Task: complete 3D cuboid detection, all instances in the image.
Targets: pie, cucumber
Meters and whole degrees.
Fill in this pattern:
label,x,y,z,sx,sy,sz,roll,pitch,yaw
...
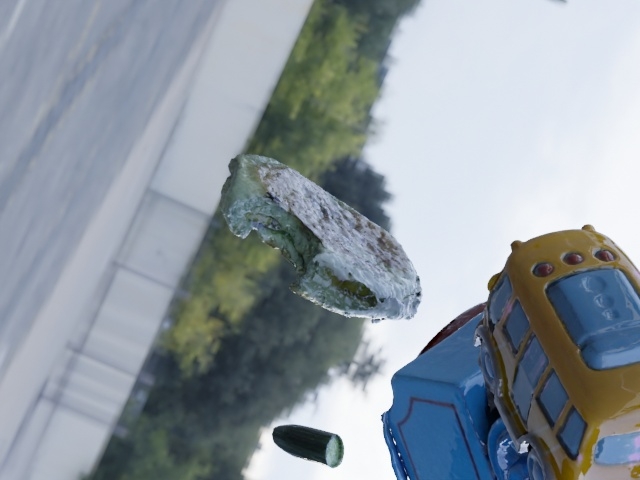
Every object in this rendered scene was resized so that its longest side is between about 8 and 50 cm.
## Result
label,x,y,z,sx,sy,sz,roll,pitch,yaw
pie,0.003,0.000,1.757,0.067,0.302,0.302,-52,-171,15
cucumber,-0.022,0.279,1.993,0.048,0.105,0.048,-35,131,-55

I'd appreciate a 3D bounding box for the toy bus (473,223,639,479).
label,x,y,z,sx,sy,sz,roll,pitch,yaw
toy bus,0.197,0.090,1.060,0.136,0.126,0.209,90,-16,-47

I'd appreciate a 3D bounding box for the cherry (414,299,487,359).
label,x,y,z,sx,sy,sz,roll,pitch,yaw
cherry,0.190,0.160,1.575,0.175,0.250,0.192,-166,-119,-73

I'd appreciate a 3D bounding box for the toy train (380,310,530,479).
label,x,y,z,sx,sy,sz,roll,pitch,yaw
toy train,0.208,0.227,1.325,0.188,0.300,0.265,-31,-161,-33
